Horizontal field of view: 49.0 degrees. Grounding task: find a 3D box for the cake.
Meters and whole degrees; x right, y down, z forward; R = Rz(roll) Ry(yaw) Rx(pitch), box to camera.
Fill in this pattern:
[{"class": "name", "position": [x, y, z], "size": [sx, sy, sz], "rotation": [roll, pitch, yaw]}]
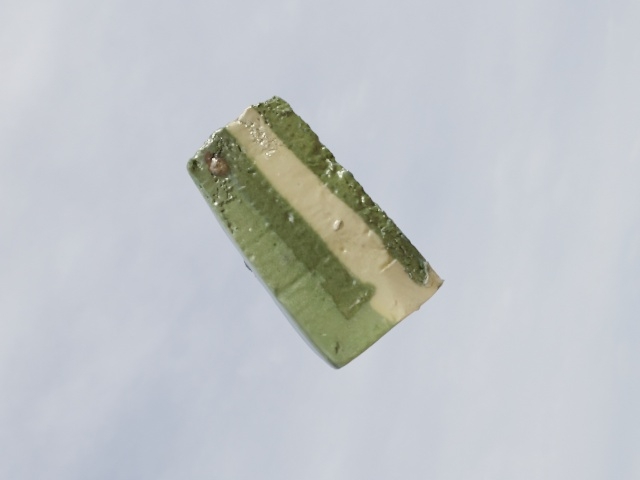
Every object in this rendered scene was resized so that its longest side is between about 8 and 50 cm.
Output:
[{"class": "cake", "position": [-0.004, -0.005, 0.749], "size": [0.158, 0.172, 0.283], "rotation": [-38, -67, -7]}]
